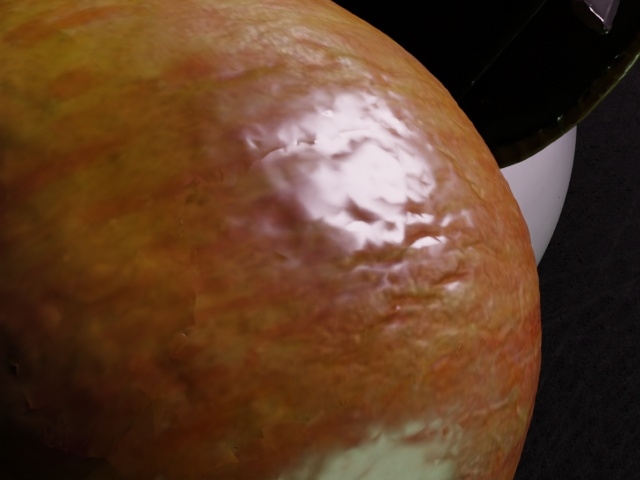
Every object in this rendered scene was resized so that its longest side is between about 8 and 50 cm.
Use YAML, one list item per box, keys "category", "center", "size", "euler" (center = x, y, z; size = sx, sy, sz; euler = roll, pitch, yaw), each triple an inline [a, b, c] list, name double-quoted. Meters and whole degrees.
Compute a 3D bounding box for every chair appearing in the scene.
- category: "chair"
  center: [0.045, -0.114, 0.680]
  size: [0.159, 0.172, 0.247]
  euler: [-50, 171, 36]

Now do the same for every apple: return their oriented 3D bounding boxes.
- category: "apple"
  center: [-0.049, 0.029, 0.485]
  size: [0.188, 0.211, 0.211]
  euler: [-11, 154, -39]

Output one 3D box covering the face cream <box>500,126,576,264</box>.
- category: "face cream"
  center: [0.000, 0.000, 1.047]
  size: [0.312, 0.219, 0.357]
  euler: [-48, 178, 43]
